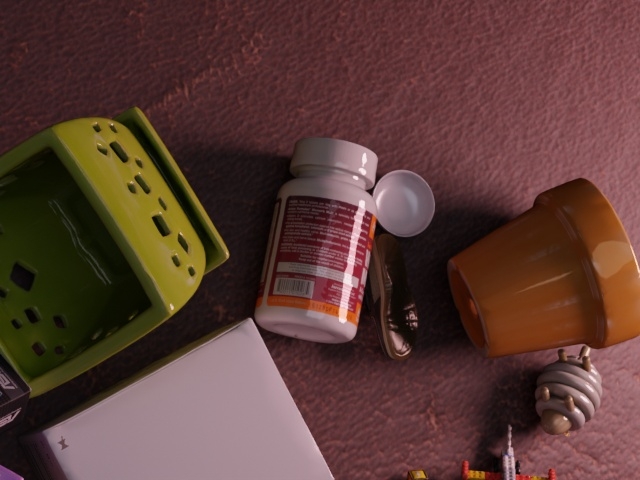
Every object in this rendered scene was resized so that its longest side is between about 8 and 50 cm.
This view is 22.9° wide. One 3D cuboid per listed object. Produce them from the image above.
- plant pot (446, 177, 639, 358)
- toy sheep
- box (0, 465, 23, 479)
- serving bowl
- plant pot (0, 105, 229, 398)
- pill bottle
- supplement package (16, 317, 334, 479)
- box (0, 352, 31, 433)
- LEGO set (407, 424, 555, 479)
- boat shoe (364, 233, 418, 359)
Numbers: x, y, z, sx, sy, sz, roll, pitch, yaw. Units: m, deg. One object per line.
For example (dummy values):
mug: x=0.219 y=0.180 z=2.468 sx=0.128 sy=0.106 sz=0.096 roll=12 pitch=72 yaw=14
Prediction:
plant pot: x=0.261 y=0.050 z=1.902 sx=0.188 sy=0.205 sz=0.205 roll=-19 pitch=88 yaw=-8
toy sheep: x=0.307 y=0.183 z=1.945 sx=0.091 sy=0.091 sz=0.132 roll=39 pitch=64 yaw=-11
box: x=-0.408 y=0.354 z=1.570 sx=0.057 sy=0.201 sz=0.293 roll=32 pitch=71 yaw=-14
serving bowl: x=0.096 y=-0.043 z=1.931 sx=0.083 sy=0.027 sz=0.083 roll=4 pitch=79 yaw=-21
plant pot: x=-0.244 y=-0.001 z=1.667 sx=0.228 sy=0.227 sz=0.207 roll=58 pitch=29 yaw=-3
pill bottle: x=0.000 y=0.000 z=1.835 sx=0.121 sy=0.121 sz=0.221 roll=15 pitch=76 yaw=-19
supplement package: x=-0.158 y=0.238 z=1.719 sx=0.262 sy=0.145 sz=0.204 roll=-28 pitch=92 yaw=-23
box: x=-0.456 y=0.117 z=1.577 sx=0.216 sy=0.060 sz=0.270 roll=-28 pitch=65 yaw=-40
LEGO set: x=0.220 y=0.306 z=1.834 sx=0.182 sy=0.244 sz=0.060 roll=-20 pitch=125 yaw=-39
boat shoe: x=0.079 y=0.070 z=1.894 sx=0.056 sy=0.049 sz=0.152 roll=5 pitch=74 yaw=-40
